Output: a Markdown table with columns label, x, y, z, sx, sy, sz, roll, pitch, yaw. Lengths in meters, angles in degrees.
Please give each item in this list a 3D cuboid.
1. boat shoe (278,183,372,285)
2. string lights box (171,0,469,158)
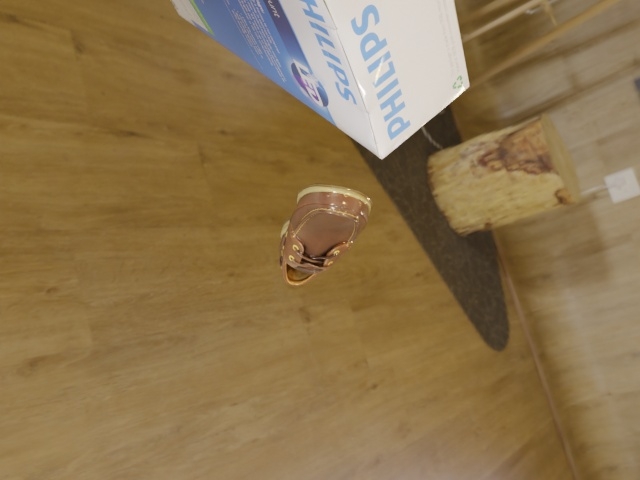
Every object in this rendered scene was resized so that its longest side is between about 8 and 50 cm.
| label | x | y | z | sx | sy | sz | roll | pitch | yaw |
| --- | --- | --- | --- | --- | --- | --- | --- | --- | --- |
| boat shoe | 0.000 | 0.000 | 0.574 | 0.064 | 0.178 | 0.060 | 14 | 72 | -10 |
| string lights box | -0.034 | -0.172 | 0.413 | 0.260 | 0.077 | 0.133 | 42 | -12 | 37 |
